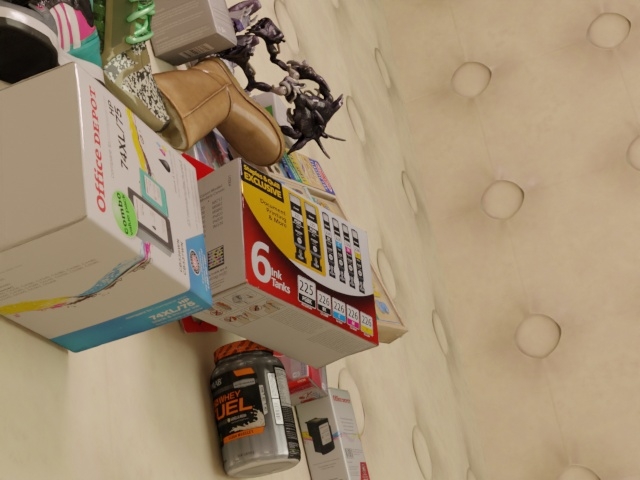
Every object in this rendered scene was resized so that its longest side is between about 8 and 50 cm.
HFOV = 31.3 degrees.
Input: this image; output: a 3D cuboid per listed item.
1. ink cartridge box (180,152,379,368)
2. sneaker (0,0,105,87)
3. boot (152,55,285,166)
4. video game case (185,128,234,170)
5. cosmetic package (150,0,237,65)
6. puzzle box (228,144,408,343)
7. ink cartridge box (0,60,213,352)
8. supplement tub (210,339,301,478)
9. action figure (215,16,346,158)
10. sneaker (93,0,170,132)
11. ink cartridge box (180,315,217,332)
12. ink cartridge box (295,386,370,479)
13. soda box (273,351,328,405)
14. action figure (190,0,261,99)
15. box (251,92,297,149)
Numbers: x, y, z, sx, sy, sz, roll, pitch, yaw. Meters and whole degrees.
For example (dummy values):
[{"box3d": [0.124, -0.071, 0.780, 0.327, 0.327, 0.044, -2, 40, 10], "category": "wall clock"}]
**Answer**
[{"box3d": [-0.063, 0.012, 1.712, 0.309, 0.130, 0.272, 28, 47, -46], "category": "ink cartridge box"}, {"box3d": [-0.358, -0.294, 1.421, 0.295, 0.124, 0.178, 31, 47, -78], "category": "sneaker"}, {"box3d": [-0.184, -0.190, 1.901, 0.236, 0.089, 0.269, 49, 24, -4], "category": "boot"}, {"box3d": [-0.188, -0.127, 2.008, 0.183, 0.023, 0.201, 30, 45, -67], "category": "video game case"}, {"box3d": [-0.244, -0.438, 1.975, 0.107, 0.127, 0.238, 12, 63, -72], "category": "cosmetic package"}, {"box3d": [0.000, 0.000, 2.111, 0.272, 0.052, 0.409, 16, 42, -61], "category": "puzzle box"}, {"box3d": [-0.276, -0.026, 1.274, 0.270, 0.197, 0.198, 44, 32, -59], "category": "ink cartridge box"}, {"box3d": [-0.101, 0.251, 1.712, 0.117, 0.117, 0.190, 38, 36, -63], "category": "supplement tub"}, {"box3d": [-0.064, -0.272, 2.091, 0.276, 0.164, 0.141, 53, -15, -31], "category": "action figure"}, {"box3d": [-0.285, -0.350, 1.631, 0.158, 0.182, 0.410, -69, 139, -66], "category": "sneaker"}, {"box3d": [-0.182, 0.022, 1.758, 0.134, 0.078, 0.231, 10, 63, -71], "category": "ink cartridge box"}, {"box3d": [0.022, 0.364, 2.084, 0.127, 0.072, 0.175, 29, 45, -67], "category": "ink cartridge box"}, {"box3d": [-0.050, 0.158, 2.030, 0.083, 0.092, 0.263, 50, 27, -48], "category": "soda box"}, {"box3d": [-0.178, -0.355, 2.163, 0.285, 0.099, 0.185, -75, 157, -55], "category": "action figure"}, {"box3d": [-0.111, -0.220, 2.226, 0.102, 0.101, 0.087, 52, 24, -50], "category": "box"}]
